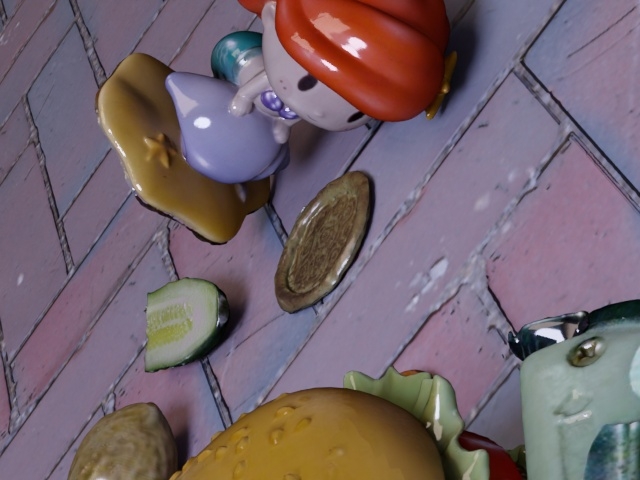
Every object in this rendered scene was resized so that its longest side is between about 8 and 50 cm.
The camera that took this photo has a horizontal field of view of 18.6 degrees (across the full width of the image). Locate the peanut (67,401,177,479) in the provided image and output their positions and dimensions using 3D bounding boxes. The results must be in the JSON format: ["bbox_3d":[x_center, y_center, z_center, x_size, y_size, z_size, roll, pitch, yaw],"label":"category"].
[{"bbox_3d":[-0.158,0.204,1.408,0.089,0.089,0.193,-5,55,60],"label":"peanut"}]

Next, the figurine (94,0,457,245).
[{"bbox_3d":[-0.021,-0.135,1.410,0.257,0.181,0.208,-30,9,35],"label":"figurine"}]

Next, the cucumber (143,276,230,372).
[{"bbox_3d":[-0.095,0.063,1.486,0.107,0.035,0.067,-18,66,53],"label":"cucumber"}]

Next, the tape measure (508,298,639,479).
[{"bbox_3d":[0.183,0.092,0.820,0.207,0.115,0.235,-27,35,22],"label":"tape measure"}]

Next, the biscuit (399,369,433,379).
[{"bbox_3d":[0.041,0.122,1.202,0.091,0.015,0.078,-40,34,36],"label":"biscuit"}]

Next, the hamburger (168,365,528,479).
[{"bbox_3d":[0.009,0.195,0.958,0.274,0.212,0.274,-42,31,32],"label":"hamburger"}]

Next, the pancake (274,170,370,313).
[{"bbox_3d":[0.001,0.001,1.405,0.115,0.011,0.115,-43,29,31],"label":"pancake"}]
